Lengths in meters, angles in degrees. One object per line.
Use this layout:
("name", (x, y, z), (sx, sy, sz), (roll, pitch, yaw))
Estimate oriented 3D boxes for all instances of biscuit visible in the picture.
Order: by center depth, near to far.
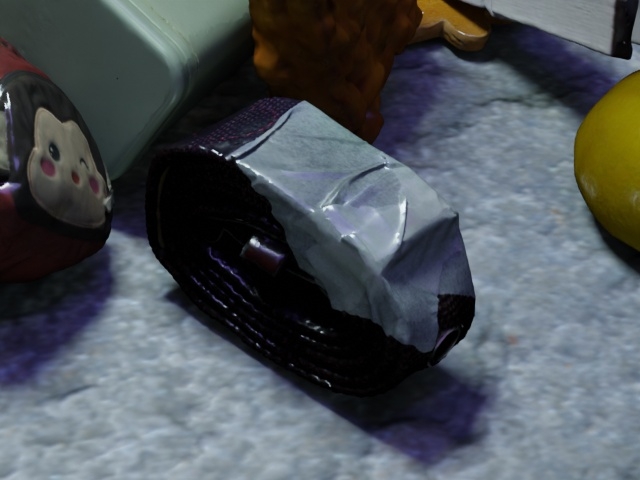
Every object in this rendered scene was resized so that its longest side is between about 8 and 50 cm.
("biscuit", (0.023, -0.260, 1.607), (0.110, 0.318, 0.312), (4, 46, 19))
("biscuit", (0.126, -0.257, 1.859), (0.250, 0.036, 0.165), (-13, 45, -21))

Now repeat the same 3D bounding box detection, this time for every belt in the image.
("belt", (0.000, 0.000, 1.404), (0.289, 0.184, 0.164), (36, 40, 21))

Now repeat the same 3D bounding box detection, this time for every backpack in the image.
("backpack", (-0.274, -0.075, 1.393), (0.139, 0.229, 0.229), (-24, 38, 13))

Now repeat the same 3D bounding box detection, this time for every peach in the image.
("peach", (0.369, -0.070, 1.599), (0.251, 0.153, 0.251), (10, 46, -10))

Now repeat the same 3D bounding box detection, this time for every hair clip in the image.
("hair clip", (0.242, -0.265, 1.737), (0.101, 0.085, 0.331), (-18, 31, -27))

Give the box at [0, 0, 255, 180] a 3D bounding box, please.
("box", (-0.218, -0.274, 1.593), (0.352, 0.177, 0.344), (42, 33, 0))
